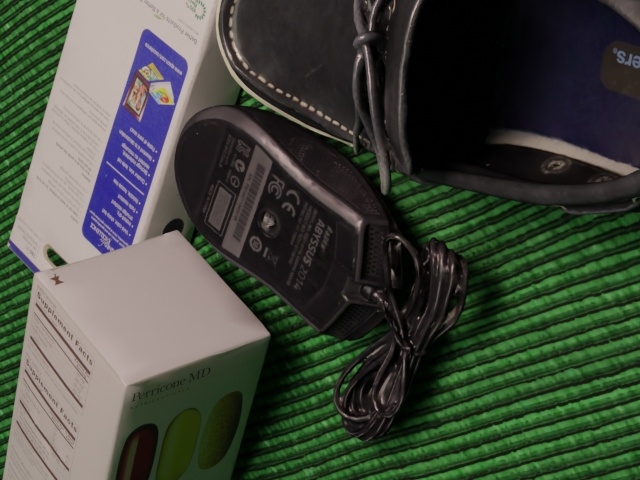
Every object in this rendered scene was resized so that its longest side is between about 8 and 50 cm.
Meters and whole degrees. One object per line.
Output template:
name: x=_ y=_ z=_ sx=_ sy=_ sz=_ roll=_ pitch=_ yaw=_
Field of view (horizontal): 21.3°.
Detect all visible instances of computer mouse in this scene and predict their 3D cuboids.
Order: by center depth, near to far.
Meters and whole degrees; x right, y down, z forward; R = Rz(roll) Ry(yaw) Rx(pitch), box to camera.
computer mouse: x=0.000 y=0.000 z=1.260 sx=0.272 sy=0.072 sz=0.188 roll=44 pitch=131 yaw=23

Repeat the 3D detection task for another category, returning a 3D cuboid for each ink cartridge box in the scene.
ink cartridge box: x=-0.156 y=-0.096 z=1.406 sx=0.165 sy=0.065 sz=0.332 roll=41 pitch=121 yaw=35

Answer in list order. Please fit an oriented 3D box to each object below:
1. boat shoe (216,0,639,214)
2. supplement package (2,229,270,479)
boat shoe: x=0.087 y=-0.122 z=1.091 sx=0.500 sy=0.156 sz=0.186 roll=20 pitch=111 yaw=44
supplement package: x=-0.151 y=0.136 z=1.344 sx=0.134 sy=0.139 sz=0.244 roll=46 pitch=138 yaw=32
